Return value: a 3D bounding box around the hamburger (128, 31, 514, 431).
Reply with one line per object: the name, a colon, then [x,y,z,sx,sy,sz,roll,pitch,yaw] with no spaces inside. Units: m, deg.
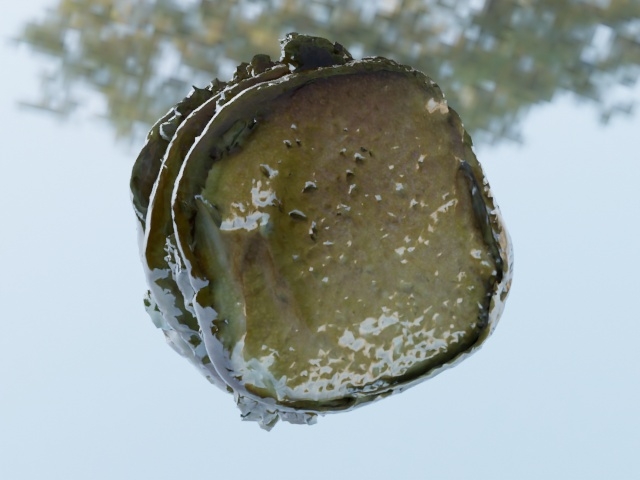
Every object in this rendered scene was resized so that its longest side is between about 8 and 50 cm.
hamburger: [0.001,0.007,1.273,0.260,0.245,0.211,25,173,-24]
